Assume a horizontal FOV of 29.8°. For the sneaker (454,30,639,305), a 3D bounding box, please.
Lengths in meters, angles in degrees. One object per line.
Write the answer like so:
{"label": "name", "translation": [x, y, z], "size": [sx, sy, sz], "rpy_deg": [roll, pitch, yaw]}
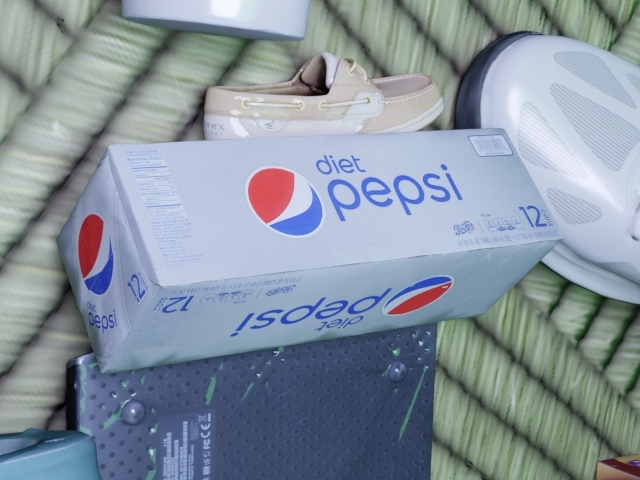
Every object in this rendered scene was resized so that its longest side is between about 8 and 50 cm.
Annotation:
{"label": "sneaker", "translation": [0.311, -0.005, 0.794], "size": [0.447, 0.257, 0.169], "rpy_deg": [36, 77, -12]}

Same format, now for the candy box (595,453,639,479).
{"label": "candy box", "translation": [0.268, 0.277, 0.956], "size": [0.053, 0.109, 0.187], "rpy_deg": [-3, 99, -34]}

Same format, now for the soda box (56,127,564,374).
{"label": "soda box", "translation": [0.000, 0.000, 0.710], "size": [0.286, 0.098, 0.091], "rpy_deg": [-6, 60, -35]}

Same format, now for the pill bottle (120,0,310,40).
{"label": "pill bottle", "translation": [-0.045, -0.228, 0.646], "size": [0.131, 0.131, 0.229], "rpy_deg": [3, 97, -34]}

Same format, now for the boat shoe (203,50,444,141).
{"label": "boat shoe", "translation": [0.005, -0.087, 0.745], "size": [0.170, 0.063, 0.059], "rpy_deg": [-18, 114, -30]}

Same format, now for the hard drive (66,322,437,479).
{"label": "hard drive", "translation": [-0.041, 0.129, 0.757], "size": [0.254, 0.054, 0.172], "rpy_deg": [-5, 101, -33]}

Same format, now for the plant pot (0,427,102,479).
{"label": "plant pot", "translation": [-0.182, 0.228, 0.567], "size": [0.271, 0.271, 0.255], "rpy_deg": [-7, 88, -33]}
